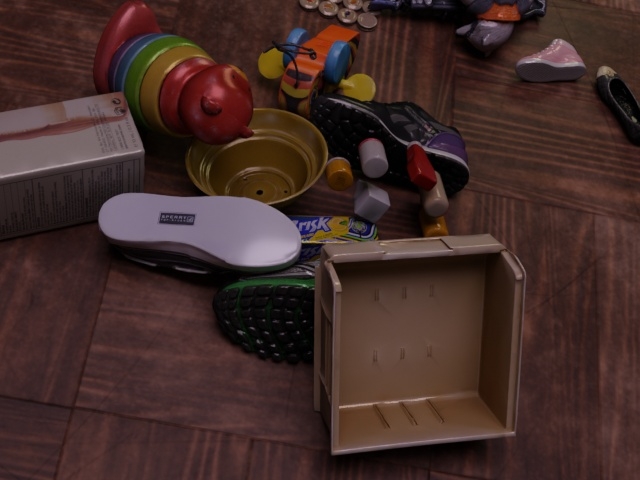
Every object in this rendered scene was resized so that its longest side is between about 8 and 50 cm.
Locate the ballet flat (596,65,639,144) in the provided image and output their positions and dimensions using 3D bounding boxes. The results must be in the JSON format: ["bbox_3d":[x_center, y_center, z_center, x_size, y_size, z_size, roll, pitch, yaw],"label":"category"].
[{"bbox_3d":[0.539,-0.244,2.044,0.057,0.049,0.173,-14,60,-20],"label":"ballet flat"}]

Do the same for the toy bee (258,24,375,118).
[{"bbox_3d":[-0.030,-0.261,1.891,0.195,0.162,0.298,29,25,34],"label":"toy bee"}]

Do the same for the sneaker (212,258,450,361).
[{"bbox_3d":[0.013,0.082,1.699,0.343,0.134,0.146,-4,32,-9],"label":"sneaker"}]

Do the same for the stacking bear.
[{"bbox_3d":[-0.208,-0.230,1.759,0.289,0.175,0.164,30,80,44],"label":"stacking bear"}]

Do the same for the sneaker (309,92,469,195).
[{"bbox_3d":[0.109,-0.176,1.874,0.283,0.107,0.124,25,43,-20],"label":"sneaker"}]

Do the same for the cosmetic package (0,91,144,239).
[{"bbox_3d":[-0.417,-0.104,1.709,0.296,0.153,0.129,-12,58,-20],"label":"cosmetic package"}]

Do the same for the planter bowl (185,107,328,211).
[{"bbox_3d":[-0.096,-0.100,1.792,0.217,0.090,0.217,-1,47,1],"label":"planter bowl"}]

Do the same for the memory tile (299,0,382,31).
[{"bbox_3d":[0.042,-0.436,2.101,0.148,0.012,0.113,20,55,2],"label":"memory tile"}]

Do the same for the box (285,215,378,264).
[{"bbox_3d":[0.000,0.000,1.771,0.168,0.059,0.054,0,52,-11],"label":"box"}]

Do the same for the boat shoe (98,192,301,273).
[{"bbox_3d":[-0.171,0.003,1.692,0.301,0.102,0.108,5,62,9],"label":"boat shoe"}]

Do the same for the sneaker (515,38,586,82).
[{"bbox_3d":[0.402,-0.323,2.072,0.134,0.051,0.070,-1,55,-16],"label":"sneaker"}]

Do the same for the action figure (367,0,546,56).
[{"bbox_3d":[0.256,-0.490,2.055,0.341,0.178,0.330,-9,87,-14],"label":"action figure"}]

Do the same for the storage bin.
[{"bbox_3d":[0.130,0.135,1.580,0.262,0.261,0.123,-4,19,-12],"label":"storage bin"}]

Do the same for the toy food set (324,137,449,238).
[{"bbox_3d":[0.113,-0.094,1.777,0.232,0.111,0.105,25,31,-24],"label":"toy food set"}]
